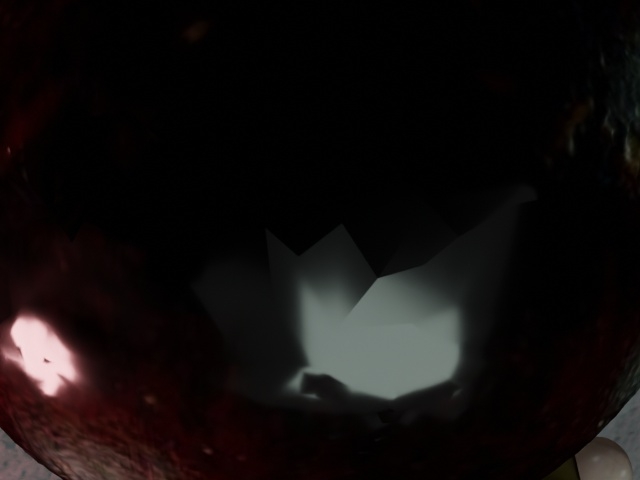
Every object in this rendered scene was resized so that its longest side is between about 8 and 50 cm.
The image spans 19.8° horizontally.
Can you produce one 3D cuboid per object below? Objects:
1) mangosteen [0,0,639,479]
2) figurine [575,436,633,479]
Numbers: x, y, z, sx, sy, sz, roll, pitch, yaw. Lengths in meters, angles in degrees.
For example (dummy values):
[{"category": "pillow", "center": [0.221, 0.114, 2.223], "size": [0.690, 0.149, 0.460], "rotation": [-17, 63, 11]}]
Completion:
[{"category": "mangosteen", "center": [-0.001, -0.013, 0.712], "size": [0.330, 0.330, 0.330], "rotation": [-15, 137, -14]}, {"category": "figurine", "center": [0.063, 0.096, 0.922], "size": [0.256, 0.182, 0.144], "rotation": [-61, 154, -22]}]
